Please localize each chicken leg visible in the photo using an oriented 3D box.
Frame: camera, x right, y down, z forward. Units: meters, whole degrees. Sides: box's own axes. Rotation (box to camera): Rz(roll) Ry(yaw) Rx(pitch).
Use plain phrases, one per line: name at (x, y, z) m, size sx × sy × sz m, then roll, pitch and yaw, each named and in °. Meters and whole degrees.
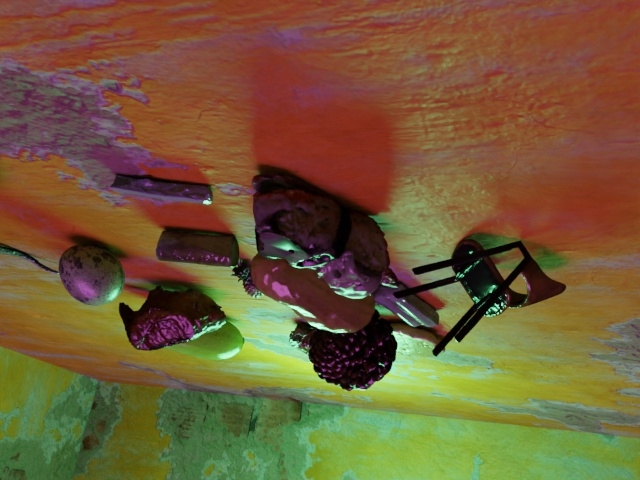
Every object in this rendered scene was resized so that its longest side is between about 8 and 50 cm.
chicken leg at (0.003, 0.277, 2.149) m, size 0.196 × 0.081 × 0.125 m, roll 2°, pitch 146°, yaw 20°

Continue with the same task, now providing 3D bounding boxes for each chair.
chair at (0.286, 0.083, 1.373) m, size 0.246 × 0.172 × 0.159 m, roll -30°, pitch 168°, yaw -16°

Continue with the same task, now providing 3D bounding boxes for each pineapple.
pineapple at (-0.158, 0.085, 1.732) m, size 0.058 × 0.058 × 0.124 m, roll 5°, pitch 158°, yaw 15°

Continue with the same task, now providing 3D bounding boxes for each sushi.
sushi at (0.000, 0.000, 1.309) m, size 0.332 × 0.130 × 0.124 m, roll 26°, pitch 155°, yaw -34°
sushi at (-0.384, 0.197, 2.024) m, size 0.296 × 0.179 × 0.167 m, roll -22°, pitch 117°, yaw 27°

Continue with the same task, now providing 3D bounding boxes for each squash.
squash at (-0.333, 0.278, 2.233) m, size 0.247 × 0.133 × 0.132 m, roll 22°, pitch 157°, yaw -28°

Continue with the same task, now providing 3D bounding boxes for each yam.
yam at (-0.251, 0.017, 1.575) m, size 0.169 × 0.068 × 0.068 m, roll 4°, pitch 159°, yaw 15°

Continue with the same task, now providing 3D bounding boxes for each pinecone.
pinecone at (0.085, 0.250, 1.858) m, size 0.221 × 0.222 × 0.221 m, roll 9°, pitch 160°, yaw 3°

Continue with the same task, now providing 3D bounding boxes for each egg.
egg at (-0.528, 0.076, 1.781) m, size 0.132 × 0.132 × 0.172 m, roll -2°, pitch 144°, yaw 30°

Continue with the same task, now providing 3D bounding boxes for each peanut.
peanut at (-0.018, 0.103, 1.593) m, size 0.318 × 0.148 × 0.147 m, roll 28°, pitch 154°, yaw -38°

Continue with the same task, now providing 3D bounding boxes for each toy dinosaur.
toy dinosaur at (-0.855, 0.039, 1.914) m, size 0.129 × 0.076 × 0.383 m, roll -36°, pitch 143°, yaw 30°

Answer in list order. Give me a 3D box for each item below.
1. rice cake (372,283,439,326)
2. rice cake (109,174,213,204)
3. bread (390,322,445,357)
rice cake at (0.190, 0.147, 1.746) m, size 0.085 × 0.040 × 0.226 m, roll -4°, pitch 156°, yaw 32°
rice cake at (-0.277, -0.089, 1.349) m, size 0.180 × 0.031 × 0.042 m, roll 7°, pitch 165°, yaw 8°
bread at (0.233, 0.261, 2.040) m, size 0.181 × 0.039 × 0.251 m, roll -2°, pitch 156°, yaw 30°
